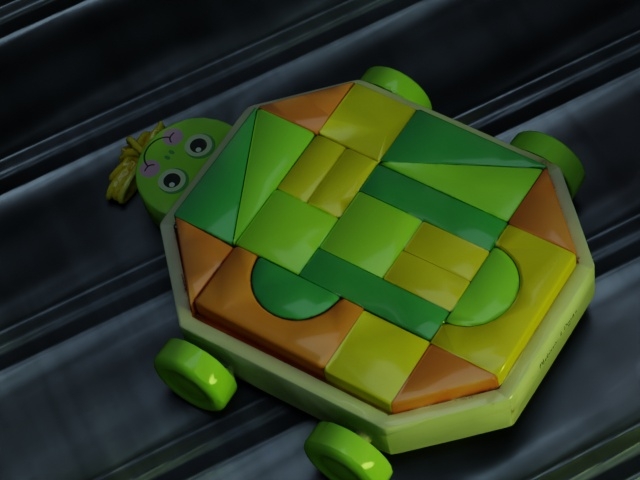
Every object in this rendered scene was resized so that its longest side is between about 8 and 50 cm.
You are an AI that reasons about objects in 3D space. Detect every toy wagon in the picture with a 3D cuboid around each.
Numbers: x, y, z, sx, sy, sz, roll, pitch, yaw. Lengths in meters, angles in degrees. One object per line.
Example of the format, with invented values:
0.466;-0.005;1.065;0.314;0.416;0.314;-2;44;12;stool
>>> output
0.000;0.000;1.197;0.344;0.068;0.267;26;65;21;toy wagon
